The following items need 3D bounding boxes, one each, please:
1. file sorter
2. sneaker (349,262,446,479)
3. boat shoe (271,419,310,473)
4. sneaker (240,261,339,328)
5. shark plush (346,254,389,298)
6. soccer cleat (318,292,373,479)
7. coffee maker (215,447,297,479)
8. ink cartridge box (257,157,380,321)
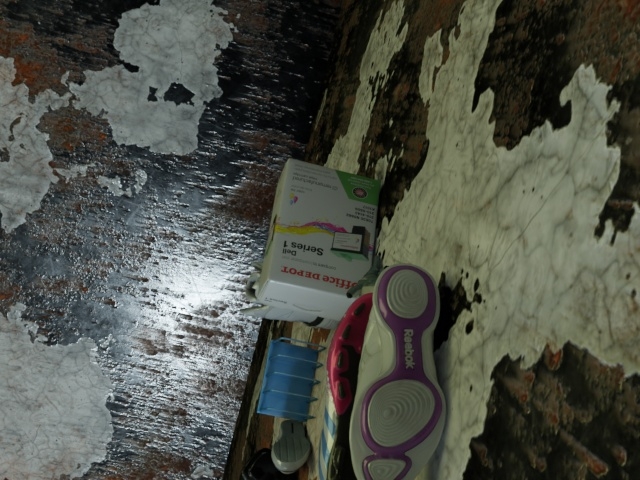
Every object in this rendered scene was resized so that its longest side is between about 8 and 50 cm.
[{"bbox_3d":[-0.062,0.314,1.664,0.104,0.118,0.170,137,145,-67],"label":"file sorter"},{"bbox_3d":[0.105,0.190,0.969,0.152,0.114,0.305,92,-171,-60],"label":"sneaker"},{"bbox_3d":[-0.061,0.469,1.605,0.226,0.083,0.076,-62,-24,-82],"label":"boat shoe"},{"bbox_3d":[-0.074,0.122,1.703,0.366,0.210,0.137,166,117,-79],"label":"sneaker"},{"bbox_3d":[0.106,0.074,1.299,0.067,0.073,0.161,-51,-1,24],"label":"shark plush"},{"bbox_3d":[0.048,0.245,1.113,0.143,0.116,0.331,131,150,-69],"label":"soccer cleat"},{"bbox_3d":[-0.154,0.567,1.677,0.120,0.171,0.178,-77,7,-51],"label":"coffee maker"},{"bbox_3d":[0.000,0.000,1.465,0.117,0.201,0.278,121,160,-61],"label":"ink cartridge box"}]
